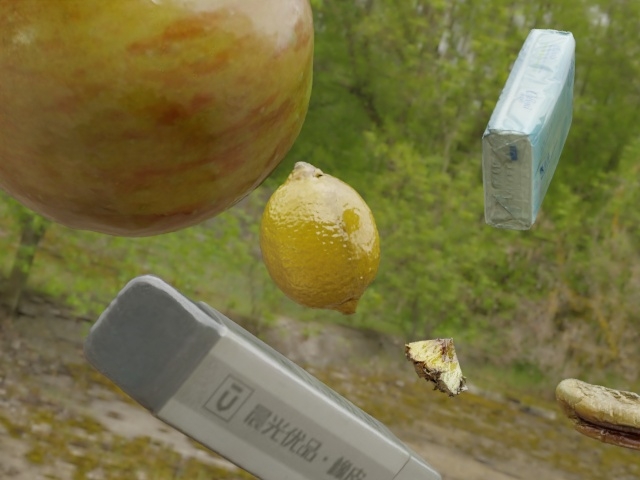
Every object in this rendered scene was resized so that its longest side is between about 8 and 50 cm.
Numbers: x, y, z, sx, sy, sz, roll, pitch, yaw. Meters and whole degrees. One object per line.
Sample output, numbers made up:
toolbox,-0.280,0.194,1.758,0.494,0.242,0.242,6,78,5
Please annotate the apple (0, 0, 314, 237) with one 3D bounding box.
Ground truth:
apple,-0.197,-0.196,1.072,0.334,0.400,0.400,-29,21,-22

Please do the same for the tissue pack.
tissue pack,0.306,-0.163,1.638,0.089,0.263,0.177,9,-46,20

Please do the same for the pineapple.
pineapple,0.184,0.191,1.653,0.114,0.077,0.114,44,6,-33

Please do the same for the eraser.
eraser,-0.033,0.143,0.897,0.352,0.089,0.061,38,3,-37

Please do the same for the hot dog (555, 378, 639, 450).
hot dog,0.479,0.287,1.813,0.243,0.084,0.073,11,37,41

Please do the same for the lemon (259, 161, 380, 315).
lemon,0.000,0.000,1.785,0.188,0.256,0.188,-19,3,1
